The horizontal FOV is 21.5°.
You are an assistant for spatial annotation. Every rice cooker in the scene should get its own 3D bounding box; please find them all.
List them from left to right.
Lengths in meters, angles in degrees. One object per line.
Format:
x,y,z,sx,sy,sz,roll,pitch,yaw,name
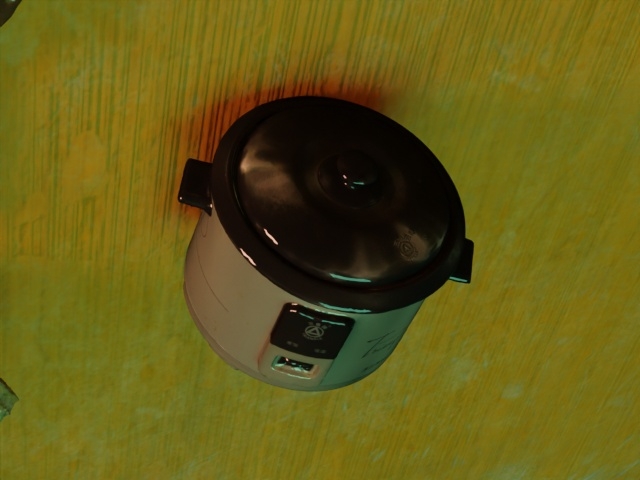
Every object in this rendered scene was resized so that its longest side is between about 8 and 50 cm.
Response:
0.000,0.000,1.550,0.280,0.241,0.227,18,140,-8,rice cooker

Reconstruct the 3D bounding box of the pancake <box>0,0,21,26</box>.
-0.321,-0.207,1.204,0.250,0.031,0.250,-17,138,-16,pancake

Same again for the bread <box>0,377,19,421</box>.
-0.382,0.111,1.544,0.102,0.138,0.196,-48,149,-11,bread
